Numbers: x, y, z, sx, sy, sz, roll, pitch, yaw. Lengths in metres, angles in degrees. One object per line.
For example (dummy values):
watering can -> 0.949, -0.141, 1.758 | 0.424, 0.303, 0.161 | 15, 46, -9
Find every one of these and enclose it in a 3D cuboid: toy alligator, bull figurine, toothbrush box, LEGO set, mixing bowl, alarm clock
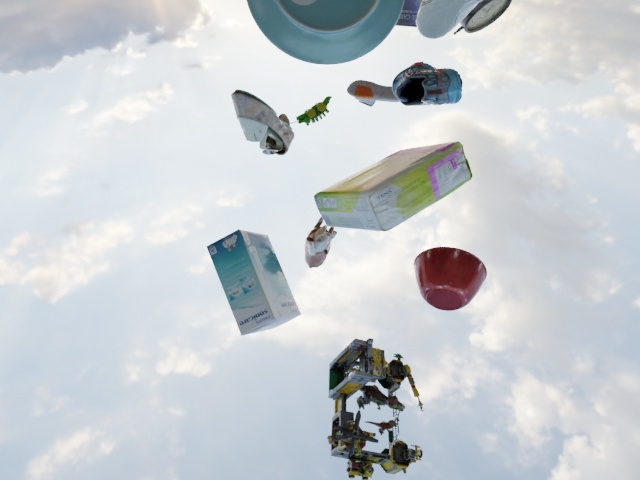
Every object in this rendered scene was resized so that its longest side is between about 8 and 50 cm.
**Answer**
toy alligator -> -0.034, -0.394, 1.693 | 0.189, 0.051, 0.056 | -34, -164, -3
bull figurine -> 0.000, 0.000, 2.018 | 0.101, 0.310, 0.188 | 28, -115, 2
toothbrush box -> -0.201, 0.129, 1.641 | 0.126, 0.295, 0.216 | -28, 169, 15
LEGO set -> 0.145, 0.391, 1.284 | 0.255, 0.192, 0.331 | 22, -131, -11
mixing bowl -> 0.311, 0.108, 1.302 | 0.181, 0.181, 0.098 | 10, -128, 14
alarm clock -> 0.404, -0.582, 1.280 | 0.129, 0.192, 0.064 | -23, -98, -22

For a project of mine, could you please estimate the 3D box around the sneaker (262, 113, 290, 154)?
sneaker -> -0.180, -0.419, 2.073 | 0.084, 0.069, 0.185 | -3, -121, 32

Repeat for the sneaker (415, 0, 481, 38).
sneaker -> 0.237, -0.420, 0.863 | 0.085, 0.237, 0.086 | 26, -107, -18

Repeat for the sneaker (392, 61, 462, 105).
sneaker -> 0.234, -0.391, 1.324 | 0.125, 0.104, 0.262 | -12, -161, -19

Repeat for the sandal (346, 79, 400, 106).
sandal -> 0.228, -0.590, 2.178 | 0.265, 0.076, 0.102 | 20, -118, 26

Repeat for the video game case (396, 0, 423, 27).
video game case -> 0.250, -0.634, 1.210 | 0.026, 0.274, 0.196 | -9, -154, -31

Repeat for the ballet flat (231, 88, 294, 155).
ballet flat -> -0.162, -0.320, 1.510 | 0.107, 0.106, 0.316 | 14, 176, 26

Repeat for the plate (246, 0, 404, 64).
plate -> 0.006, -0.296, 0.600 | 0.188, 0.188, 0.024 | -3, -178, -5

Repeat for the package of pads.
package of pads -> 0.167, -0.121, 1.191 | 0.296, 0.101, 0.229 | -31, -161, -26
